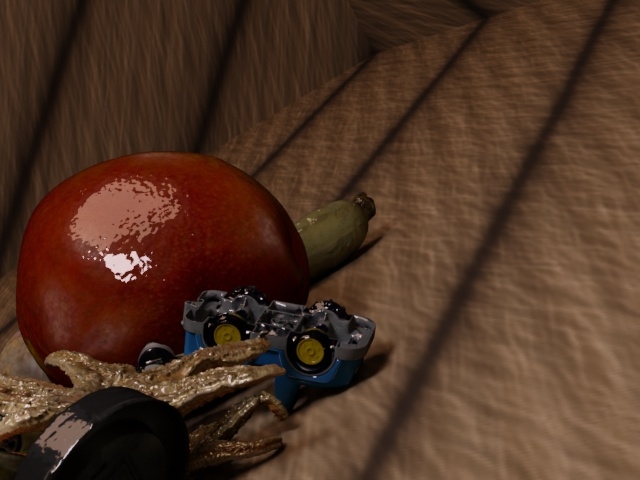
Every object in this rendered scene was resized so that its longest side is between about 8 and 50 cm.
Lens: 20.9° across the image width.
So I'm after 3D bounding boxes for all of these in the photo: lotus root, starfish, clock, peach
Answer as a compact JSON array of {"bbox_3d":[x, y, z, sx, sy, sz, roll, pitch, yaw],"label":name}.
[{"bbox_3d":[0.001,0.001,2.211,0.183,0.077,0.090,-32,1,-24],"label":"lotus root"},{"bbox_3d":[-0.129,0.203,1.640,0.210,0.053,0.150,-23,7,31],"label":"starfish"},{"bbox_3d":[-0.184,0.207,1.434,0.040,0.184,0.184,26,44,31],"label":"clock"},{"bbox_3d":[-0.168,0.043,1.910,0.332,0.308,0.308,-6,19,23],"label":"peach"},{"bbox_3d":[-0.178,0.138,1.587,0.302,0.060,0.299,-8,6,2],"label":"starfish"}]

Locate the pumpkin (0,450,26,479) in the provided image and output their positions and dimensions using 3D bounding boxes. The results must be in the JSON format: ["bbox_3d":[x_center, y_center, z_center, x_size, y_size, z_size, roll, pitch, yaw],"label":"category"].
[{"bbox_3d":[-0.271,0.273,1.529,0.148,0.169,0.312,9,-11,-5],"label":"pumpkin"}]

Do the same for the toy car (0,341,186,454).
[{"bbox_3d":[-0.232,0.199,1.741,0.257,0.124,0.101,-18,14,0],"label":"toy car"}]

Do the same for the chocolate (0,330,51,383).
[{"bbox_3d":[-0.272,0.125,2.155,0.309,0.134,0.134,-21,12,23],"label":"chocolate"}]

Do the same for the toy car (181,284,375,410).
[{"bbox_3d":[-0.047,0.111,1.716,0.191,0.100,0.097,9,19,9],"label":"toy car"}]
